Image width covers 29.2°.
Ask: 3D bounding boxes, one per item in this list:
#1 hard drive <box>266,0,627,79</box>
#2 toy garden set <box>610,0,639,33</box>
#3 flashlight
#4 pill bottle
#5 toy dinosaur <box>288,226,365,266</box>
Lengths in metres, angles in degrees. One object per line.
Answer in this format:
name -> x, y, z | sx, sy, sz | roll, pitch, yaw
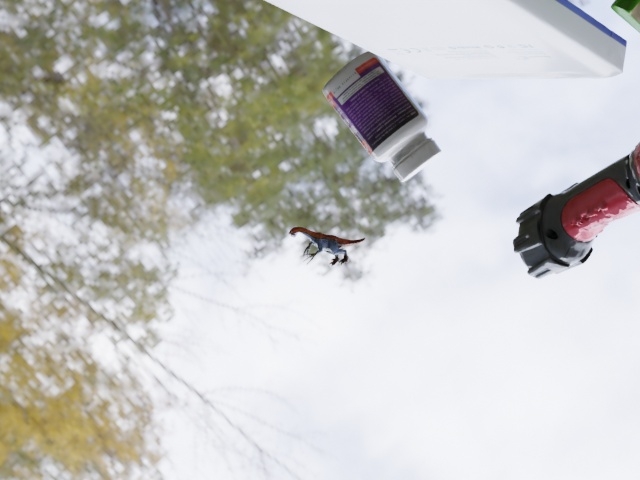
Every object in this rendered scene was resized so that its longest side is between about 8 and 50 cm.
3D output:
hard drive -> 0.079, -0.191, 0.985 | 0.210, 0.318, 0.040 | 6, -96, 40
toy garden set -> 0.218, -0.299, 0.876 | 0.204, 0.244, 0.049 | -51, -174, -1
flashlight -> 0.305, -0.034, 1.259 | 0.103, 0.103, 0.304 | -18, 170, -30
pill bottle -> 0.100, -0.191, 1.918 | 0.108, 0.193, 0.108 | -37, 176, -3
toy dinosaur -> 0.000, 0.000, 1.640 | 0.090, 0.082, 0.047 | -48, -156, -18
